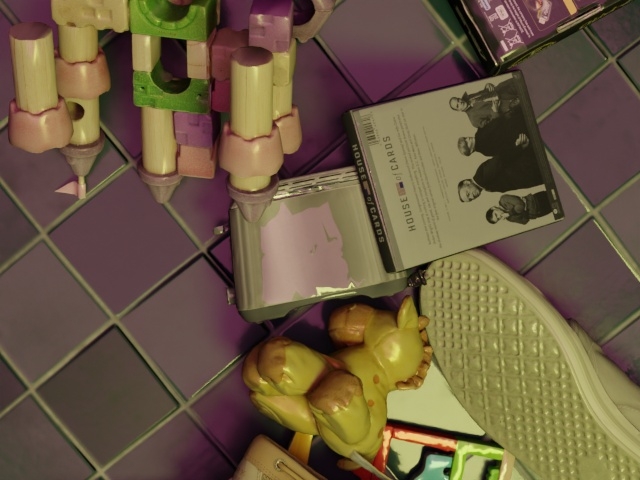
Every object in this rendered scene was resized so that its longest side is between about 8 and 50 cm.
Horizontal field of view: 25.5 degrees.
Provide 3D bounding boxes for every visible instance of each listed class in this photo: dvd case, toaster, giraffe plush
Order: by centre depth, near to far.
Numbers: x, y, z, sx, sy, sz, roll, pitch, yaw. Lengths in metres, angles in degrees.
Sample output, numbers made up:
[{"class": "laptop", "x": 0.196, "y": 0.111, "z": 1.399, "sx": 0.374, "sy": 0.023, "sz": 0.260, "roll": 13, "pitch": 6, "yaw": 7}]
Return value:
[{"class": "giraffe plush", "x": 0.042, "y": 0.137, "z": 1.529, "sx": 0.210, "sy": 0.181, "sz": 0.170, "roll": 38, "pitch": 69, "yaw": -6}, {"class": "dvd case", "x": 0.148, "y": -0.079, "z": 1.537, "sx": 0.239, "sy": 0.029, "sz": 0.179, "roll": -16, "pitch": 90, "yaw": -30}, {"class": "toaster", "x": 0.000, "y": 0.000, "z": 1.544, "sx": 0.227, "sy": 0.129, "sz": 0.146, "roll": -11, "pitch": 92, "yaw": -4}]

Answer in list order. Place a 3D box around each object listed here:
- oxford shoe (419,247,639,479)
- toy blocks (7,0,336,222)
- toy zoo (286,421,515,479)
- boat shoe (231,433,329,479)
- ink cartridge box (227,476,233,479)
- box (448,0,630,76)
[{"class": "oxford shoe", "x": 0.285, "y": 0.181, "z": 1.580, "sx": 0.449, "sy": 0.130, "sz": 0.169, "roll": 46, "pitch": 128, "yaw": 5}, {"class": "toy blocks", "x": -0.149, "y": -0.151, "z": 1.507, "sx": 0.289, "sy": 0.309, "sz": 0.260, "roll": 7, "pitch": 126, "yaw": 8}, {"class": "toy zoo", "x": 0.061, "y": 0.302, "z": 1.614, "sx": 0.293, "sy": 0.030, "sz": 0.192, "roll": 12, "pitch": 93, "yaw": -4}, {"class": "boat shoe", "x": 0.064, "y": 0.314, "z": 1.467, "sx": 0.341, "sy": 0.121, "sz": 0.110, "roll": 26, "pitch": 84, "yaw": 1}, {"class": "ink cartridge box", "x": -0.086, "y": 0.316, "z": 1.536, "sx": 0.063, "sy": 0.029, "sz": 0.115, "roll": -32, "pitch": 93, "yaw": -6}, {"class": "box", "x": 0.230, "y": -0.425, "z": 1.528, "sx": 0.318, "sy": 0.097, "sz": 0.395, "roll": -29, "pitch": 88, "yaw": 1}]
